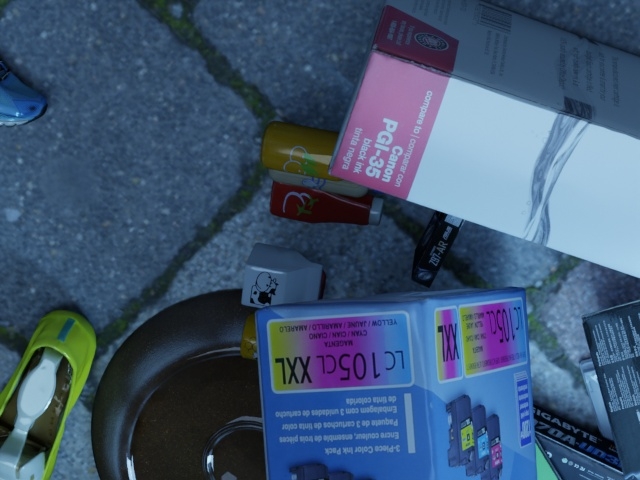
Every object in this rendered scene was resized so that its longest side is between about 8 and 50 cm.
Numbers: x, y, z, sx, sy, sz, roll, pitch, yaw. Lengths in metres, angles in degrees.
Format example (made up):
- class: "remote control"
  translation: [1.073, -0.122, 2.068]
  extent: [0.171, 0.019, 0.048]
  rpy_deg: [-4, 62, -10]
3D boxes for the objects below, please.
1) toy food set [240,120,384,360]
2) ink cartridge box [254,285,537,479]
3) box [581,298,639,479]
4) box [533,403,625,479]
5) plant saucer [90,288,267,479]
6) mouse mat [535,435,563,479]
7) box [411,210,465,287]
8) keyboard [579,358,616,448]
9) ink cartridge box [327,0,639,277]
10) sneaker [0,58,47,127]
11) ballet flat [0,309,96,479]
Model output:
- class: "toy food set"
  translation: [0.000, 0.000, 1.672]
  extent: [0.104, 0.111, 0.232]
  rpy_deg: [11, 119, 6]
- class: "ink cartridge box"
  translation: [0.076, 0.240, 1.605]
  extent: [0.151, 0.270, 0.395]
  rpy_deg: [-3, 90, 23]
- class: "box"
  translation: [0.284, 0.140, 1.644]
  extent: [0.077, 0.147, 0.180]
  rpy_deg: [-16, 83, 13]
- class: "box"
  translation: [0.232, 0.262, 1.774]
  extent: [0.220, 0.051, 0.175]
  rpy_deg: [25, 116, 1]
- class: "plant saucer"
  translation: [-0.060, 0.194, 1.797]
  extent: [0.310, 0.050, 0.311]
  rpy_deg: [3, 111, 6]
- class: "mouse mat"
  translation: [0.165, 0.265, 1.758]
  extent: [0.152, 0.007, 0.190]
  rpy_deg: [-27, 103, 22]
- class: "box"
  translation: [0.104, -0.009, 1.682]
  extent: [0.018, 0.067, 0.083]
  rpy_deg: [25, 114, -5]
- class: "keyboard"
  translation: [0.301, 0.212, 1.780]
  extent: [0.072, 0.014, 0.256]
  rpy_deg: [-16, 110, 8]
- class: "ink cartridge box"
  translation: [0.165, -0.090, 1.565]
  extent: [0.283, 0.207, 0.117]
  rpy_deg: [19, 114, -1]
- class: "sneaker"
  translation: [-0.299, -0.156, 1.675]
  extent: [0.162, 0.063, 0.073]
  rpy_deg: [33, 109, -7]
- class: "ballet flat"
  translation: [-0.267, 0.167, 1.793]
  extent: [0.077, 0.077, 0.231]
  rpy_deg: [23, 113, -3]
